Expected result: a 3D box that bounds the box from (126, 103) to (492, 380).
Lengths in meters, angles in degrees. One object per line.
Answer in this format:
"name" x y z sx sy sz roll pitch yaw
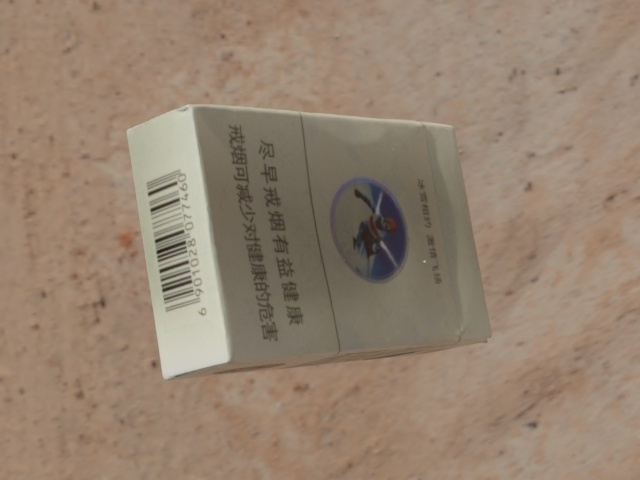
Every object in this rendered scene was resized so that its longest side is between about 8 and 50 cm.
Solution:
"box" 0.000 0.000 0.916 0.069 0.256 0.164 -17 78 43
